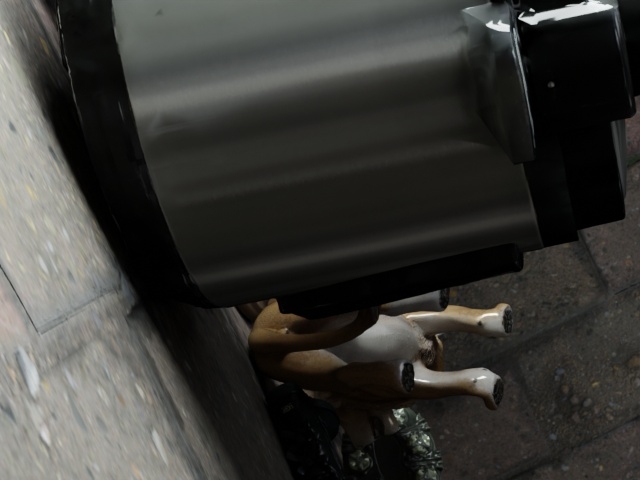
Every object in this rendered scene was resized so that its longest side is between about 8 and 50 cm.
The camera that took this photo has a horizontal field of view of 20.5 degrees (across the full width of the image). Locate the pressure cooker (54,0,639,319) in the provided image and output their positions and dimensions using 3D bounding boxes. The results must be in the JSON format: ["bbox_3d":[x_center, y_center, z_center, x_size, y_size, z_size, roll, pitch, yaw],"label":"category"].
[{"bbox_3d":[0.058,-0.155,1.235,0.375,0.420,0.370,61,19,-65],"label":"pressure cooker"}]

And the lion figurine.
[{"bbox_3d":[0.029,0.099,1.647,0.392,0.240,0.142,34,60,-60],"label":"lion figurine"}]

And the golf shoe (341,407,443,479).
[{"bbox_3d":[0.088,0.297,1.869,0.120,0.105,0.273,96,-23,-60],"label":"golf shoe"}]

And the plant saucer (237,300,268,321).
[{"bbox_3d":[-0.109,-0.052,1.714,0.278,0.041,0.278,63,2,-4],"label":"plant saucer"}]

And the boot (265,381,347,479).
[{"bbox_3d":[-0.001,0.183,1.528,0.099,0.045,0.121,63,9,30],"label":"boot"}]

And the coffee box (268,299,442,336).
[{"bbox_3d":[0.000,0.000,1.947,0.119,0.168,0.297,-44,109,-87],"label":"coffee box"}]
